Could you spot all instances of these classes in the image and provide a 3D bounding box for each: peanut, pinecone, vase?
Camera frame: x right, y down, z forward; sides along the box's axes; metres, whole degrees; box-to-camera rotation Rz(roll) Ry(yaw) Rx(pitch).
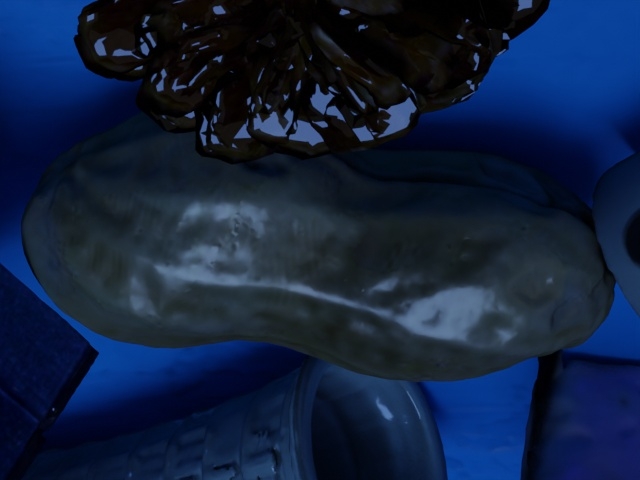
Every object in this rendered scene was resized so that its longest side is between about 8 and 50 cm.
[{"bbox_3d":[0.000,0.000,0.936,0.290,0.130,0.130,9,138,1],"label":"peanut"},{"bbox_3d":[-0.012,-0.128,0.740,0.221,0.221,0.221,7,138,6],"label":"pinecone"},{"bbox_3d":[-0.088,0.155,1.120,0.298,0.143,0.143,-18,130,32],"label":"vase"}]

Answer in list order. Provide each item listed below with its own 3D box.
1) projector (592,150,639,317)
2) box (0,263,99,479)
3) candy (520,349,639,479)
[{"bbox_3d":[0.276,-0.058,0.821,0.108,0.108,0.337,38,132,-26],"label":"projector"},{"bbox_3d":[-0.294,0.013,0.963,0.279,0.116,0.261,1,142,49],"label":"box"},{"bbox_3d":[0.175,0.186,0.992,0.155,0.265,0.116,3,134,10],"label":"candy"}]
